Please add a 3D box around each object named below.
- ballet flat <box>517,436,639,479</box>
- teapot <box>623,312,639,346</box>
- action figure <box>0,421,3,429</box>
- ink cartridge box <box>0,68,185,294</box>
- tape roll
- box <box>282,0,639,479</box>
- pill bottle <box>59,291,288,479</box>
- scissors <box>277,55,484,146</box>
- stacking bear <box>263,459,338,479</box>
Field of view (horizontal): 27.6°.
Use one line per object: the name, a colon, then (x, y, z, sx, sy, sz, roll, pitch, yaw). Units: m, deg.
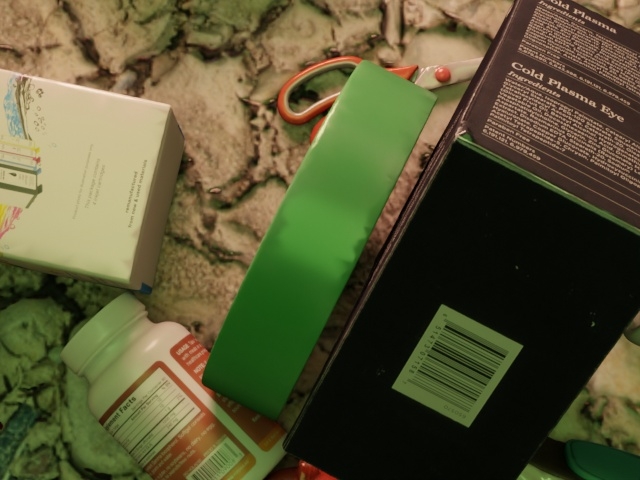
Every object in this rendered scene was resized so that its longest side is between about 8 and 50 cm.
ballet flat: (0.209, 0.242, 1.243, 0.400, 0.139, 0.139, 21, 85, 5)
teapot: (0.366, -0.057, 1.231, 0.253, 0.187, 0.256, -18, 86, -2)
action figure: (-0.368, 0.204, 1.272, 0.115, 0.030, 0.038, -35, 91, -2)
ink cartridge box: (-0.263, -0.056, 1.225, 0.233, 0.171, 0.168, 12, 85, 0)
tape roll: (0.000, 0.000, 1.149, 0.077, 0.321, 0.321, 26, 85, 2)
box: (0.149, 0.012, 1.087, 0.179, 0.312, 0.343, 27, 126, 1)
pill bottle: (-0.140, 0.156, 1.233, 0.121, 0.121, 0.216, -44, 87, -4)
scissors: (0.103, -0.171, 1.317, 0.297, 0.021, 0.109, -27, 84, -2)
stacking bear: (-0.028, 0.345, 1.172, 0.164, 0.175, 0.289, -3, 62, 15)
